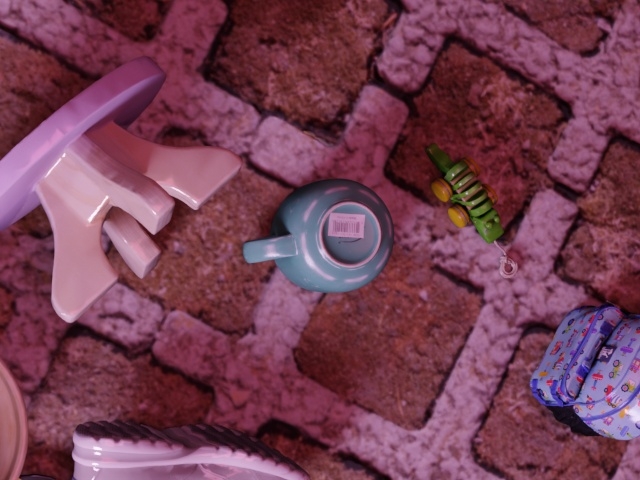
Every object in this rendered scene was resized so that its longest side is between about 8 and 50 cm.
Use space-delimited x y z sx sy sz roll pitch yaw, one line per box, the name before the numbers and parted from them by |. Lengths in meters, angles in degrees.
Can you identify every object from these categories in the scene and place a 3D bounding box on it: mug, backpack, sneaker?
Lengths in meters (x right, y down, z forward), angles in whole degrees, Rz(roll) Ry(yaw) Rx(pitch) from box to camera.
mug | 0.009 0.004 1.994 0.158 0.097 0.129 -45 102 -15
backpack | 0.347 0.153 2.067 0.117 0.173 0.158 36 79 -15
sneaker | -0.147 0.266 1.936 0.281 0.105 0.115 9 98 -24

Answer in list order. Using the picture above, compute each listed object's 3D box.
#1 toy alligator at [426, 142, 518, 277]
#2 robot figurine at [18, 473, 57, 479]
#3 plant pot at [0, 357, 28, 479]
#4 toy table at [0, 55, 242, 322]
toy alligator | 0.188 -0.036 2.081 0.056 0.051 0.190 -37 100 -16
robot figurine | -0.365 0.374 1.863 0.291 0.085 0.211 -25 97 -18
plant pot | -0.428 0.200 1.829 0.237 0.110 0.237 2 83 -18
toy table | -0.228 -0.050 1.858 0.274 0.252 0.161 -44 85 -6
